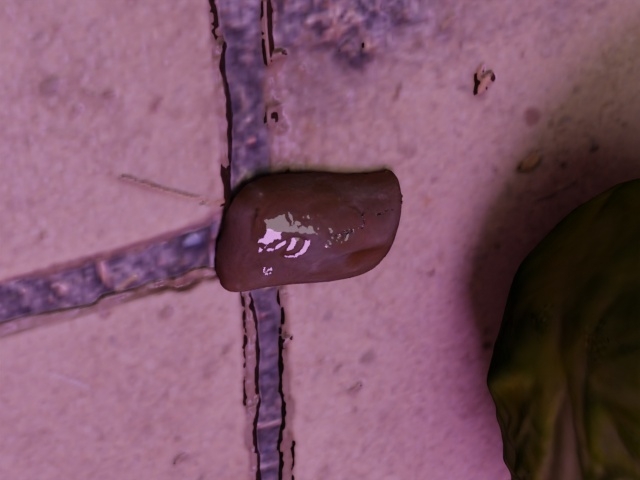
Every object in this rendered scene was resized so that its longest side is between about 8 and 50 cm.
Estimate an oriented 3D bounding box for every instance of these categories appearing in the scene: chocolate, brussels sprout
[{"bbox_3d":[0.000,0.000,0.889,0.101,0.031,0.064,-3,123,-31],"label":"chocolate"},{"bbox_3d":[0.194,0.101,0.939,0.210,0.219,0.271,4,99,-29],"label":"brussels sprout"}]
